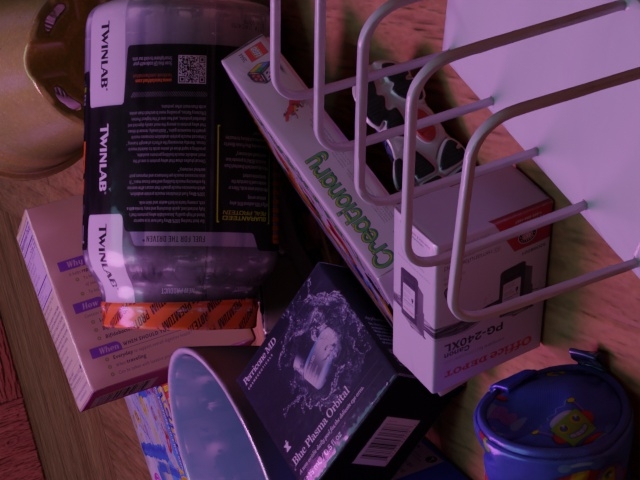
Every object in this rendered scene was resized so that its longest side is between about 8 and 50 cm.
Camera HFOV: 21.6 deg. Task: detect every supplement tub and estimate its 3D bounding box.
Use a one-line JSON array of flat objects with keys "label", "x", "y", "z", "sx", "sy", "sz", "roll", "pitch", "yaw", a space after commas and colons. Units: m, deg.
[{"label": "supplement tub", "x": -0.135, "y": -0.072, "z": 1.635, "sx": 0.193, "sy": 0.194, "sz": 0.315, "roll": 176, "pitch": 95, "yaw": -69}]

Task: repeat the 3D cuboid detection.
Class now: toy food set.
[{"label": "toy food set", "x": 0.000, "y": 0.000, "z": 1.706, "sx": 0.122, "sy": 0.019, "sz": 0.077, "roll": -152, "pitch": 45, "yaw": -75}]

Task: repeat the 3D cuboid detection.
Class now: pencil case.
[{"label": "pencil case", "x": 0.177, "y": 0.234, "z": 1.294, "sx": 0.133, "sy": 0.119, "sz": 0.306, "roll": 43, "pitch": 145, "yaw": 50}]

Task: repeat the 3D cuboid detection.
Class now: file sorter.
[{"label": "file sorter", "x": 0.101, "y": -0.107, "z": 1.131, "sx": 0.277, "sy": 0.173, "sz": 0.192, "roll": 54, "pitch": 154, "yaw": 39}]

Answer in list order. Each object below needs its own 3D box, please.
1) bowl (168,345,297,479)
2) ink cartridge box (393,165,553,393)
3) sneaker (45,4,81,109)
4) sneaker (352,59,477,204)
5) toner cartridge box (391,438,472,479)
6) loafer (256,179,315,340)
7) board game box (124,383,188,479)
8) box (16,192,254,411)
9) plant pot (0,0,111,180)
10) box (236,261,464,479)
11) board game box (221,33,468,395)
[{"label": "bowl", "x": -0.027, "y": 0.235, "z": 1.764, "sx": 0.311, "sy": 0.163, "sz": 0.311, "roll": 53, "pitch": 153, "yaw": 43}, {"label": "ink cartridge box", "x": 0.116, "y": 0.031, "z": 1.296, "sx": 0.063, "sy": 0.109, "sz": 0.150, "roll": 45, "pitch": 147, "yaw": 43}, {"label": "sneaker", "x": -0.424, "y": -0.337, "z": 2.360, "sx": 0.148, "sy": 0.131, "sz": 0.350, "roll": -22, "pitch": 86, "yaw": 65}, {"label": "sneaker", "x": 0.086, "y": -0.072, "z": 1.384, "sx": 0.071, "sy": 0.068, "sz": 0.169, "roll": 36, "pitch": -150, "yaw": -79}, {"label": "toner cartridge box", "x": 0.118, "y": 0.376, "z": 1.634, "sx": 0.165, "sy": 0.075, "sz": 0.347, "roll": -140, "pitch": 38, "yaw": -57}, {"label": "loafer", "x": -0.062, "y": 0.013, "z": 1.743, "sx": 0.094, "sy": 0.087, "sz": 0.251, "roll": 87, "pitch": 161, "yaw": -55}, {"label": "board game box", "x": -0.189, "y": 0.219, "z": 2.282, "sx": 0.308, "sy": 0.086, "sz": 0.302, "roll": 70, "pitch": 160, "yaw": 4}, {"label": "box", "x": -0.232, "y": 0.058, "z": 2.073, "sx": 0.243, "sy": 0.214, "sz": 0.117, "roll": 68, "pitch": 159, "yaw": 11}, {"label": "plant pot", "x": -0.329, "y": -0.217, "z": 2.079, "sx": 0.254, "sy": 0.276, "sz": 0.276, "roll": -1, "pitch": 106, "yaw": 58}, {"label": "box", "x": 0.024, "y": 0.132, "z": 1.550, "sx": 0.156, "sy": 0.093, "sz": 0.158, "roll": -56, "pitch": 46, "yaw": 22}, {"label": "board game box", "x": 0.027, "y": -0.025, "z": 1.468, "sx": 0.305, "sy": 0.053, "sz": 0.193, "roll": 55, "pitch": 176, "yaw": 40}]
